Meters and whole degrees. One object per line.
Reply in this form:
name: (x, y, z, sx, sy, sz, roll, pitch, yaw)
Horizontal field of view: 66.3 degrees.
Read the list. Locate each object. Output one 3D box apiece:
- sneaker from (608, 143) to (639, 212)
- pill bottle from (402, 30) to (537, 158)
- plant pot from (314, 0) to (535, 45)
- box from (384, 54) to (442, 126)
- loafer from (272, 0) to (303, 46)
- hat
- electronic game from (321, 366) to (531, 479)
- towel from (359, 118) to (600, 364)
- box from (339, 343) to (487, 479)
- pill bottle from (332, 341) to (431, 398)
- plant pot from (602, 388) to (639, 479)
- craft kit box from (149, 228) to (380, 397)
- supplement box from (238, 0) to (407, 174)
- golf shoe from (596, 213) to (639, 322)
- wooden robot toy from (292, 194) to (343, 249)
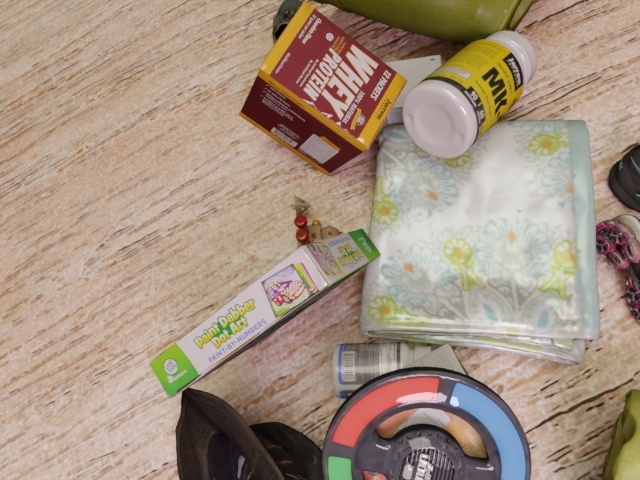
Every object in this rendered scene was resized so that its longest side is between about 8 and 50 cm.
sneaker: (0.529, -0.039, 0.671, 0.101, 0.106, 0.267, -45, 67, -8)
pill bottle: (0.228, -0.224, 0.734, 0.119, 0.119, 0.208, 35, 61, 23)
plant pot: (0.211, -0.508, 0.831, 0.353, 0.366, 0.366, 34, 79, 12)
box: (0.163, -0.248, 0.852, 0.102, 0.087, 0.101, -3, 67, 12)
loafer: (-0.050, -0.388, 0.962, 0.096, 0.084, 0.267, -9, 66, 10)
hat: (-0.063, 0.318, 0.630, 0.134, 0.331, 0.331, -16, 58, -37)
electronic game: (0.116, 0.250, 0.546, 0.229, 0.048, 0.229, 1, 99, 4)
towel: (0.232, -0.018, 0.742, 0.321, 0.090, 0.374, 4, 69, 14)
box: (0.128, 0.238, 0.618, 0.170, 0.091, 0.130, -32, 100, 8)
pill bottle: (0.090, 0.185, 0.698, 0.137, 0.078, 0.078, -3, 67, 12)
plant pot: (0.432, 0.282, 0.494, 0.254, 0.276, 0.276, 15, 72, 30)
craft kit box: (-0.055, 0.082, 0.643, 0.247, 0.250, 0.061, -34, 84, 18)
supplement box: (-0.005, -0.227, 0.786, 0.191, 0.194, 0.129, 33, 76, -13)
golf shoe: (0.458, 0.047, 0.671, 0.086, 0.067, 0.186, -15, 75, -20)
wooden robot toy: (0.000, 0.000, 0.803, 0.079, 0.076, 0.173, -8, 66, -1)
